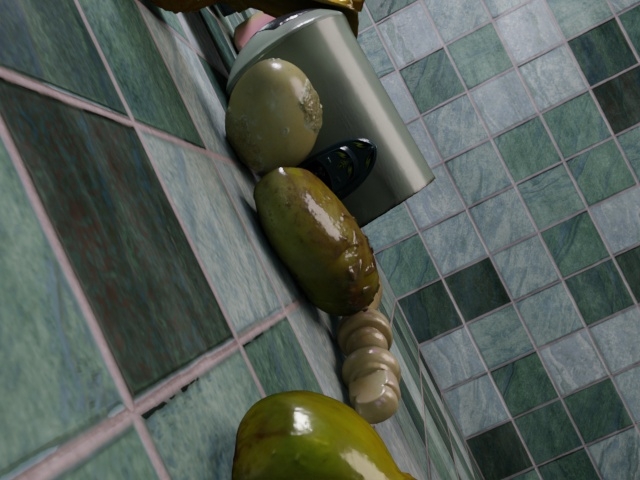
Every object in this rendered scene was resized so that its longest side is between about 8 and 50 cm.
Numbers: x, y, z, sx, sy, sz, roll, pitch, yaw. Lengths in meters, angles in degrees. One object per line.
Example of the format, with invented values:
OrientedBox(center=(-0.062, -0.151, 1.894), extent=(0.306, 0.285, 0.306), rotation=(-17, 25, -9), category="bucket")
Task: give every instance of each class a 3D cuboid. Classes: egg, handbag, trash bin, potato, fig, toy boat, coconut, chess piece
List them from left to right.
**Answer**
OrientedBox(center=(-0.101, -0.541, 1.338), extent=(0.283, 0.401, 0.133), rotation=(-9, 112, -89), category="handbag")
OrientedBox(center=(-0.080, -0.205, 1.070), extent=(0.164, 0.164, 0.201), rotation=(-109, -159, -45), category="egg")
OrientedBox(center=(-0.103, -0.555, 1.809), extent=(0.233, 0.245, 0.233), rotation=(62, 4, -9), category="coconut")
OrientedBox(center=(-0.004, 0.187, 0.492), extent=(0.153, 0.121, 0.136), rotation=(42, 8, 13), category="fig")
OrientedBox(center=(0.000, 0.000, 1.034), extent=(0.298, 0.141, 0.176), rotation=(59, 2, -34), category="potato")
OrientedBox(center=(0.001, -0.102, 1.106), extent=(0.103, 0.246, 0.093), rotation=(-13, 76, -58), category="toy boat")
OrientedBox(center=(0.012, -0.240, 1.267), extent=(0.432, 0.280, 0.280), rotation=(57, 8, -2), category="trash bin")
OrientedBox(center=(0.078, 0.173, 1.127), extent=(0.117, 0.117, 0.397), rotation=(60, 10, -26), category="chess piece")

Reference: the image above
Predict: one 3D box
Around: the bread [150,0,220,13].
OrientedBox(center=(-0.183, -0.471, 0.955), extent=(0.227, 0.253, 0.142), rotation=(68, 4, -49), category="bread")

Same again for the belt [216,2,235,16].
OrientedBox(center=(-0.282, -0.730, 1.682), extent=(0.206, 0.116, 0.268), rotation=(-105, 169, -70), category="belt")
